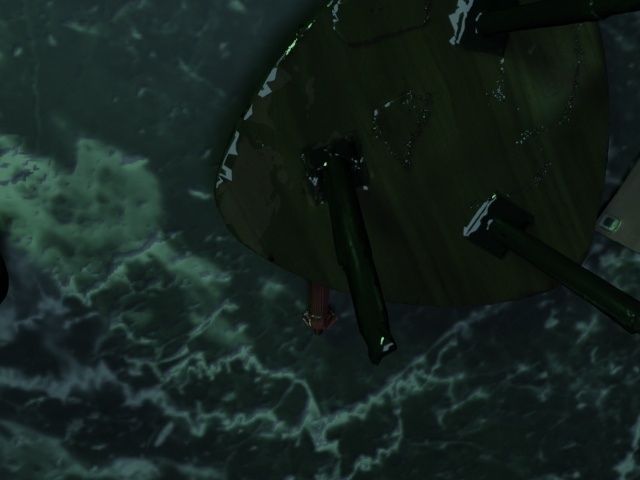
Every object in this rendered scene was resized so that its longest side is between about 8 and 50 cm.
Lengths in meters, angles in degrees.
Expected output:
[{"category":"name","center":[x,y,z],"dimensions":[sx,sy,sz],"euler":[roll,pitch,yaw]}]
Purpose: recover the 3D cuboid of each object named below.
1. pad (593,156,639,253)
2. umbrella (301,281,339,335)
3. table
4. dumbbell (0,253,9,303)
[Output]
[{"category":"pad","center":[0.312,-0.065,0.808],"dimensions":[0.113,0.006,0.188],"euler":[26,105,-19]},{"category":"umbrella","center":[0.000,0.000,0.767],"dimensions":[0.027,0.025,0.165],"euler":[-13,120,-26]},{"category":"table","center":[0.106,-0.026,0.630],"dimensions":[0.317,0.249,0.317],"euler":[-6,113,-15]},{"category":"dumbbell","center":[-0.328,0.065,0.664],"dimensions":[0.152,0.152,0.218],"euler":[37,103,-23]}]
